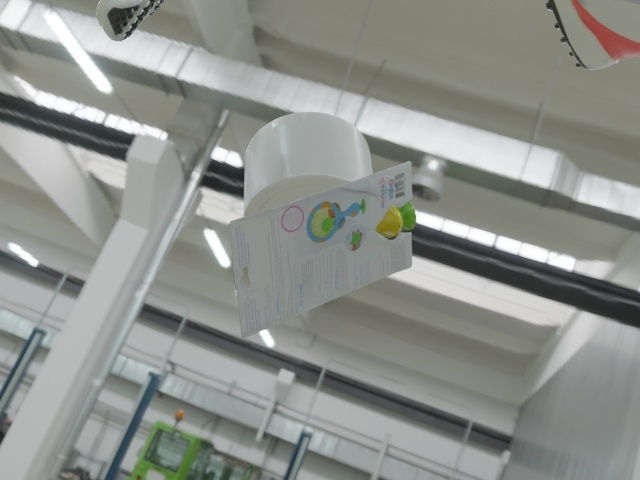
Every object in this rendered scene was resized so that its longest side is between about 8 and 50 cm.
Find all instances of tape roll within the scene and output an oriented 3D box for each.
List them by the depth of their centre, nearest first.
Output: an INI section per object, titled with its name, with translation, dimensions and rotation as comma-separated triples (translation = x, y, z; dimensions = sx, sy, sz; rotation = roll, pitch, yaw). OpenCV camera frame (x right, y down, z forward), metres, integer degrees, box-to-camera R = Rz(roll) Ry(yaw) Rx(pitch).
[tape roll]
translation = -0.021, -0.093, 1.378
dimensions = 0.246, 0.169, 0.246
rotation = -2, -42, -2

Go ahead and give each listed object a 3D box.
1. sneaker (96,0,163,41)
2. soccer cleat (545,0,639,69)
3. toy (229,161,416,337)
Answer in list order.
[sneaker]
translation = -0.310, -0.401, 1.165
dimensions = 0.118, 0.292, 0.110
rotation = 40, -68, -19
[soccer cleat]
translation = 0.187, -0.231, 0.496
dimensions = 0.116, 0.108, 0.318
rotation = -10, -28, 34
[toy]
translation = 0.000, 0.000, 0.817
dimensions = 0.056, 0.237, 0.136
rotation = 32, -47, 50
